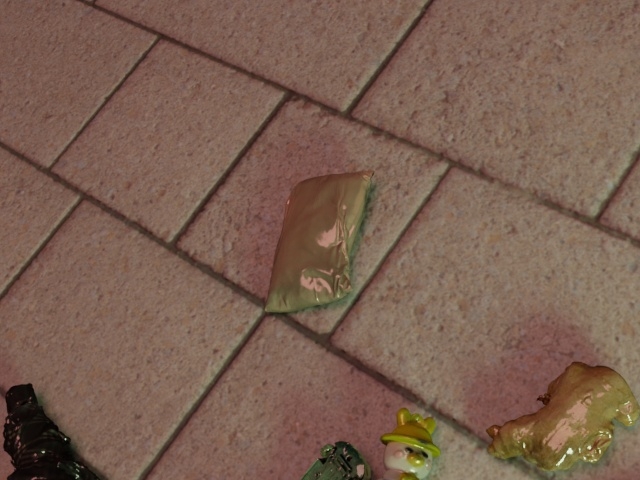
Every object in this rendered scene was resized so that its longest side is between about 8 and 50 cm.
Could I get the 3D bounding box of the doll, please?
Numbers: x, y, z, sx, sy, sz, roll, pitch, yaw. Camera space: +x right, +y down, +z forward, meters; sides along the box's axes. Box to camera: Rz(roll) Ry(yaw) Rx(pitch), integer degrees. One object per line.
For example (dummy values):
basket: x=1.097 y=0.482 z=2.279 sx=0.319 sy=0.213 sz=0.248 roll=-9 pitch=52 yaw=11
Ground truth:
doll: x=0.119 y=0.363 z=1.357 sx=0.135 sy=0.099 sz=0.241 roll=4 pitch=59 yaw=16

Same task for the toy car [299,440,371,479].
toy car: x=0.002 y=0.387 z=1.421 sx=0.186 sy=0.058 sz=0.093 roll=-51 pitch=52 yaw=11

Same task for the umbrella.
umbrella: x=-0.485 y=0.390 z=1.587 sx=0.154 sy=0.128 sz=0.336 roll=-35 pitch=47 yaw=-19

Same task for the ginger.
ginger: x=0.348 y=0.267 z=1.342 sx=0.213 sy=0.074 sz=0.137 roll=-35 pitch=46 yaw=-4

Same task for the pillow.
pillow: x=0.000 y=0.000 z=1.640 sx=0.173 sy=0.067 sz=0.270 roll=-4 pitch=60 yaw=27
